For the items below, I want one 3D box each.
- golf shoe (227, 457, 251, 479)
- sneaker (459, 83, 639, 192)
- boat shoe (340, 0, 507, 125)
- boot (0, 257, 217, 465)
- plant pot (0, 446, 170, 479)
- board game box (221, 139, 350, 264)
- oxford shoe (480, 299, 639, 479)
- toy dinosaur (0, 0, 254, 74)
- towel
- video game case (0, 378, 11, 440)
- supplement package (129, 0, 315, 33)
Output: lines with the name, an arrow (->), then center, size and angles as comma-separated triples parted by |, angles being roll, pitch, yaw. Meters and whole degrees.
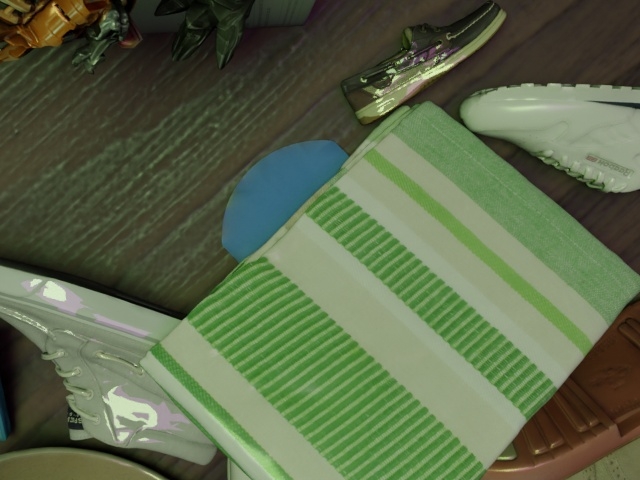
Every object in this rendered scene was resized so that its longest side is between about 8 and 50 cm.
golf shoe -> -0.008, 0.279, 0.624 | 0.115, 0.140, 0.306 | -14, 95, -2
sneaker -> 0.233, -0.086, 0.642 | 0.235, 0.090, 0.095 | 4, 105, -4
boat shoe -> 0.085, -0.157, 0.632 | 0.152, 0.056, 0.049 | -37, 103, -1
boot -> -0.188, 0.100, 0.609 | 0.258, 0.095, 0.123 | 20, 86, -8
plant pot -> -0.221, 0.350, 0.574 | 0.256, 0.256, 0.274 | 26, 109, -7
board game box -> 0.000, 0.000, 0.645 | 0.133, 0.033, 0.169 | -42, 78, -11
oxford shoe -> 0.292, 0.150, 0.665 | 0.396, 0.140, 0.147 | -14, 124, -6
toy dinosaur -> -0.073, -0.170, 0.357 | 0.321, 0.218, 0.164 | -17, 100, -3
towel -> 0.059, 0.063, 0.588 | 0.248, 0.038, 0.325 | 43, 73, 10
video game case -> -0.340, 0.110, 0.603 | 0.166, 0.015, 0.119 | 5, 125, -1
supplement package -> -0.154, -0.247, 0.539 | 0.292, 0.177, 0.175 | -5, 97, -6
